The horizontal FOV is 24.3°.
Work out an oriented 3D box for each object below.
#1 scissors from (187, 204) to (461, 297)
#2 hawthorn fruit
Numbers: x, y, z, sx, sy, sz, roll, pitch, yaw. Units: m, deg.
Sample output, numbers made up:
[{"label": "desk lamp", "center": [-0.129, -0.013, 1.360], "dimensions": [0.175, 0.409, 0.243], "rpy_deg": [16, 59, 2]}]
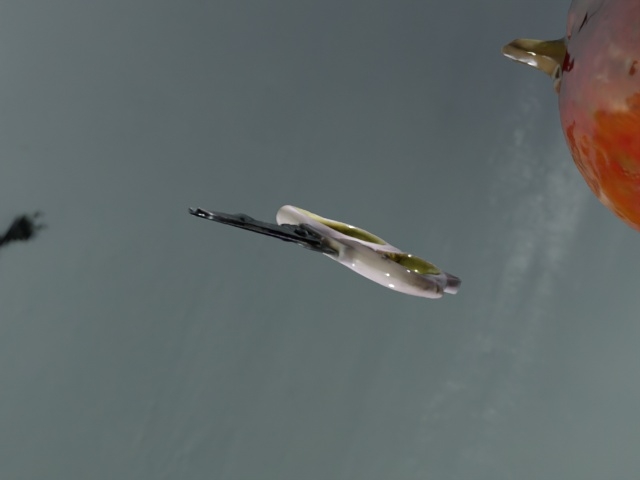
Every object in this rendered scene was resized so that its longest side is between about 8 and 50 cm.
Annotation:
[{"label": "scissors", "center": [0.000, 0.000, 1.146], "dimensions": [0.317, 0.160, 0.024], "rpy_deg": [14, 102, -57]}, {"label": "hawthorn fruit", "center": [0.219, -0.082, 0.774], "dimensions": [0.215, 0.249, 0.215], "rpy_deg": [2, 90, -76]}]
